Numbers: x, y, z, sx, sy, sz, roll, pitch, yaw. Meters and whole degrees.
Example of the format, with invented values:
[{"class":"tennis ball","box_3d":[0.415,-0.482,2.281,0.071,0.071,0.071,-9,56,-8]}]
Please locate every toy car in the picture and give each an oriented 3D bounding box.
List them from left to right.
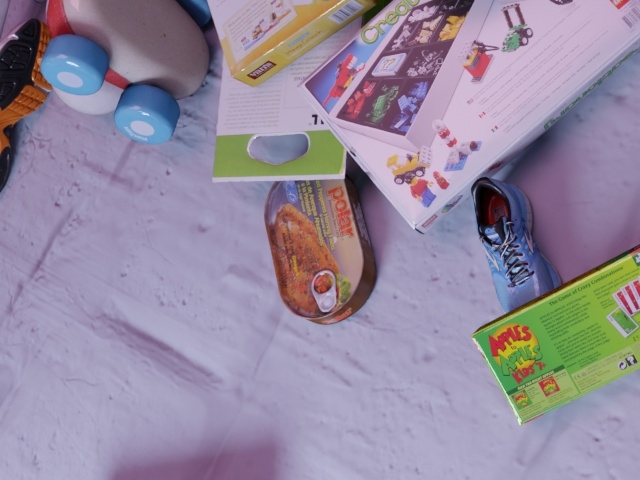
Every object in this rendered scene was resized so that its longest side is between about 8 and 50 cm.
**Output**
[{"class":"toy car","box_3d":[-0.278,-0.230,1.529,0.238,0.210,0.219,-17,50,43]}]

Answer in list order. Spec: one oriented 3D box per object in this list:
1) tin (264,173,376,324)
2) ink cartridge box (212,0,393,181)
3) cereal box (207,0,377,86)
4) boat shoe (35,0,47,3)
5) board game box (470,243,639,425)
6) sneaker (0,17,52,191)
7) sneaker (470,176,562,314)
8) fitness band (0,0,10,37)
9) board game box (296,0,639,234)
[{"class":"tin","box_3d":[0.000,0.000,1.324,0.106,0.040,0.190,-29,56,27]},{"class":"ink cartridge box","box_3d":[-0.012,-0.182,1.377,0.188,0.097,0.255,1,81,35]},{"class":"cereal box","box_3d":[-0.052,-0.309,1.342,0.173,0.047,0.240,-30,64,27]},{"class":"boat shoe","box_3d":[-0.378,-0.424,1.765,0.066,0.066,0.183,-16,71,24]},{"class":"board game box","box_3d":[0.234,0.079,1.092,0.181,0.043,0.092,-30,87,21]},{"class":"sneaker","box_3d":[-0.450,-0.185,1.688,0.121,0.099,0.262,19,81,43]},{"class":"sneaker","box_3d":[0.173,0.010,1.172,0.063,0.073,0.162,-30,58,21]},{"class":"fitness band","box_3d":[-0.505,-0.310,1.765,0.209,0.054,0.291,-22,52,47]},{"class":"board game box","box_3d":[0.151,-0.177,1.224,0.305,0.053,0.193,-40,74,7]}]
